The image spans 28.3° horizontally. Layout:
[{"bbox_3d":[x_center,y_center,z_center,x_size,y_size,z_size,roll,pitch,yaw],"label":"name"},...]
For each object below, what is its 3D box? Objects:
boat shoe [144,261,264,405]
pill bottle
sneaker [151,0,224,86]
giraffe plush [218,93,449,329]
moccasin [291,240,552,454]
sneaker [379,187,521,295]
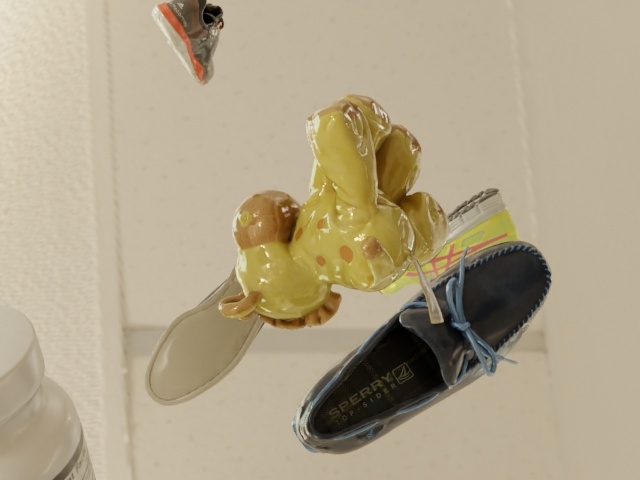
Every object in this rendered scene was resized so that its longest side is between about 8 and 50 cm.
[{"bbox_3d":[-0.087,0.079,1.226,0.075,0.065,0.206,38,-98,12],"label":"boat shoe"},{"bbox_3d":[-0.328,0.256,1.261,0.210,0.210,0.363,-36,-50,-40],"label":"pill bottle"},{"bbox_3d":[-0.121,-0.209,1.304,0.065,0.158,0.061,-36,-103,-2],"label":"sneaker"},{"bbox_3d":[0.000,0.000,1.076,0.181,0.170,0.210,30,-137,-52],"label":"giraffe plush"},{"bbox_3d":[0.124,0.128,1.393,0.342,0.117,0.138,-42,-94,-6],"label":"moccasin"},{"bbox_3d":[0.163,0.025,1.614,0.094,0.208,0.081,53,-153,-7],"label":"sneaker"}]
